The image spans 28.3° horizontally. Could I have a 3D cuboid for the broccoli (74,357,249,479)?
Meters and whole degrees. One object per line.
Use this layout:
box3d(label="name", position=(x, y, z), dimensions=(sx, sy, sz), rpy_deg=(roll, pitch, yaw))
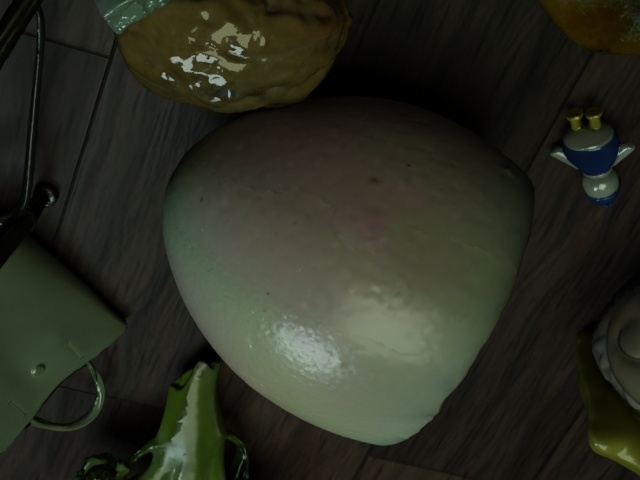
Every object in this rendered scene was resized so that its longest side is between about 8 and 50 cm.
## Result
box3d(label="broccoli", position=(-0.208, 0.324, 1.699), dimensions=(0.254, 0.186, 0.302), rpy_deg=(-23, 98, -10))

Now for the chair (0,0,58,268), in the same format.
box3d(label="chair", position=(-0.437, -0.087, 1.202), dimensions=(0.361, 0.410, 0.365), rpy_deg=(8, 126, -10))

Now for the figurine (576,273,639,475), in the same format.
box3d(label="figurine", position=(0.538, 0.133, 1.529), dimensions=(0.361, 0.266, 0.378), rpy_deg=(24, 123, -27))

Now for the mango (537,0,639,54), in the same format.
box3d(label="mango", position=(0.278, -0.326, 1.231), dimensions=(0.192, 0.146, 0.316), rpy_deg=(-21, 120, 3))

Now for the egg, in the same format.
box3d(label="egg", position=(0.000, 0.000, 1.345), dimensions=(0.339, 0.354, 0.354), rpy_deg=(28, 122, -9))

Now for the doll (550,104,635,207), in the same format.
box3d(label="doll", position=(0.317, -0.092, 1.466), dimensions=(0.098, 0.058, 0.143), rpy_deg=(-4, 132, 27))

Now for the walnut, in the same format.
box3d(label="walnut", position=(-0.091, -0.219, 1.261), dimensions=(0.245, 0.198, 0.198), rpy_deg=(7, 127, 0))

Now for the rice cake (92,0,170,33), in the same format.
box3d(label="rice cake", position=(-0.200, -0.317, 1.185), dimensions=(0.127, 0.237, 0.043), rpy_deg=(-29, 166, 15))

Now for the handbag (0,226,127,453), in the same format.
box3d(label="handbag", position=(-0.362, 0.137, 1.535), dimensions=(0.241, 0.109, 0.315), rpy_deg=(-45, 123, -12))
